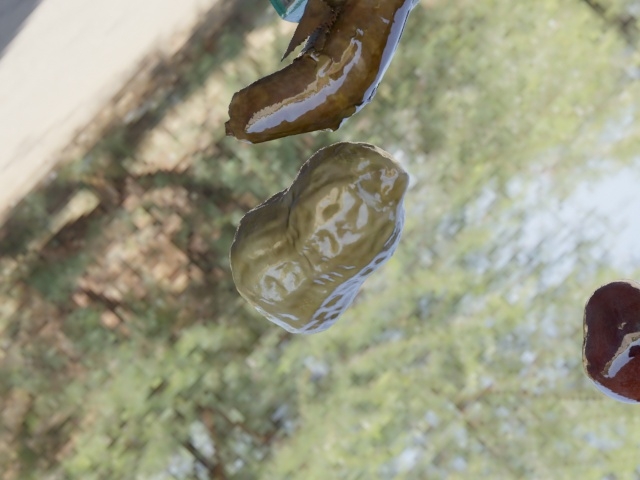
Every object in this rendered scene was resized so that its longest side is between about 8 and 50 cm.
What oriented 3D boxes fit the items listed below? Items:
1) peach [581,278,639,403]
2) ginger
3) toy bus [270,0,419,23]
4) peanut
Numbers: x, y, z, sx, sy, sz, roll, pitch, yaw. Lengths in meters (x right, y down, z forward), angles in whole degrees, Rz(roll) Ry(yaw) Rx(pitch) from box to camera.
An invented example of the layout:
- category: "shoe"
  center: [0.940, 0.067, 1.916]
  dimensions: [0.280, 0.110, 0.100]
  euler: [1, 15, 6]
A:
- category: "peach"
  center: [0.378, 0.116, 1.896]
  dimensions: [0.152, 0.152, 0.152]
  euler: [-46, -178, 2]
- category: "ginger"
  center: [0.024, -0.223, 1.532]
  dimensions: [0.107, 0.133, 0.309]
  euler: [19, -93, 43]
- category: "toy bus"
  center: [0.028, -0.303, 1.837]
  dimensions: [0.109, 0.091, 0.261]
  euler: [-41, 164, 32]
- category: "peanut"
  center: [-0.009, 0.004, 1.623]
  dimensions: [0.159, 0.143, 0.291]
  euler: [-18, 163, -25]
